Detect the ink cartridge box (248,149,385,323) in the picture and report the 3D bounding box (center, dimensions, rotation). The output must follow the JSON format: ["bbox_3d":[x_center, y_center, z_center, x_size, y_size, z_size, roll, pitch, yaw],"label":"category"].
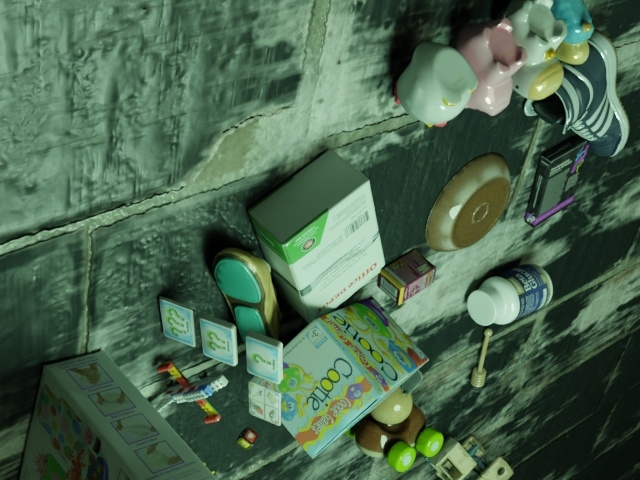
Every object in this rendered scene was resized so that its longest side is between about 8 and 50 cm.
[{"bbox_3d":[0.000,0.000,1.418,0.153,0.087,0.208,-38,146,-17],"label":"ink cartridge box"}]

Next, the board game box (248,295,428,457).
[{"bbox_3d":[0.035,0.193,1.510,0.144,0.142,0.275,-44,170,16],"label":"board game box"}]

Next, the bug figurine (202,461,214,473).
[{"bbox_3d":[-0.282,0.431,1.540,0.216,0.072,0.279,-54,153,18],"label":"bug figurine"}]

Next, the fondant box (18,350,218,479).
[{"bbox_3d":[-0.240,0.330,1.245,0.096,0.330,0.238,-14,133,-45],"label":"fondant box"}]

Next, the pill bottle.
[{"bbox_3d":[0.363,0.108,1.956,0.169,0.094,0.094,-18,136,-40],"label":"pill bottle"}]

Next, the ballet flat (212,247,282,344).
[{"bbox_3d":[-0.097,0.065,1.404,0.232,0.080,0.073,83,28,-52],"label":"ballet flat"}]

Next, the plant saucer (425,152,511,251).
[{"bbox_3d":[0.262,-0.055,1.724,0.198,0.036,0.198,-30,142,-27],"label":"plant saucer"}]

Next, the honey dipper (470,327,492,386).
[{"bbox_3d":[0.342,0.244,2.136,0.030,0.030,0.160,-26,137,-32],"label":"honey dipper"}]

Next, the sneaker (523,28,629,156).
[{"bbox_3d":[0.431,-0.208,1.706,0.153,0.099,0.282,-45,141,-15],"label":"sneaker"}]

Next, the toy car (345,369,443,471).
[{"bbox_3d":[0.136,0.292,1.841,0.149,0.155,0.188,-16,123,-41],"label":"toy car"}]

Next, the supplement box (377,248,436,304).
[{"bbox_3d":[0.143,0.060,1.682,0.083,0.055,0.043,-29,144,-28],"label":"supplement box"}]

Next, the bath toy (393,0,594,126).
[{"bbox_3d":[0.238,-0.246,1.428,0.348,0.129,0.151,-28,98,-33],"label":"bath toy"}]

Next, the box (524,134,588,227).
[{"bbox_3d":[0.440,-0.111,1.885,0.116,0.029,0.162,-29,143,-30],"label":"box"}]

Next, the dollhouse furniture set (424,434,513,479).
[{"bbox_3d":[0.322,0.495,2.314,0.129,0.129,0.183,-45,118,-9],"label":"dollhouse furniture set"}]

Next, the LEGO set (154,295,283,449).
[{"bbox_3d":[-0.142,0.198,1.368,0.244,0.182,0.060,93,23,-45],"label":"LEGO set"}]
